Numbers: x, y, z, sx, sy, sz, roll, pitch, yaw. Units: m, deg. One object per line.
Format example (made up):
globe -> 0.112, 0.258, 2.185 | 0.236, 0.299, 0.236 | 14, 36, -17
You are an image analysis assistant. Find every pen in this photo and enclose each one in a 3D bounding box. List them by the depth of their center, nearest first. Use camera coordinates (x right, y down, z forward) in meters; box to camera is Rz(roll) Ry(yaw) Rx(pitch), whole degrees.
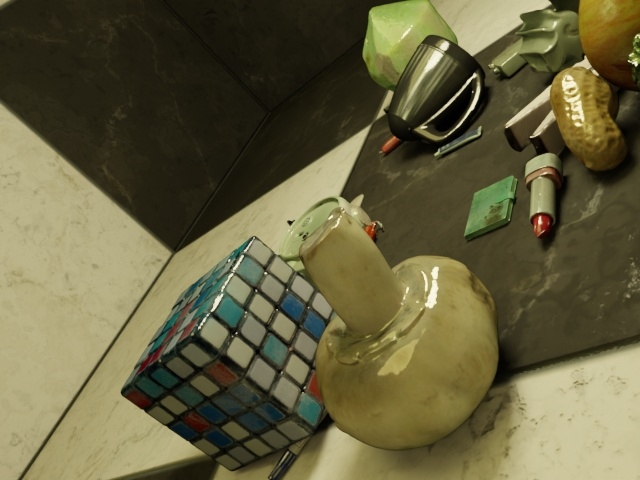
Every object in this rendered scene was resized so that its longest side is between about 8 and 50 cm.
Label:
pen -> -0.027, 0.350, 1.155 | 0.204, 0.025, 0.025 | -52, 21, -16

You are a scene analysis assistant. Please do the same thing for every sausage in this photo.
sausage -> 0.274, -0.339, 1.892 | 0.253, 0.034, 0.034 | -39, 21, 19

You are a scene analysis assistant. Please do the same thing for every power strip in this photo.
power strip -> 0.570, -0.531, 1.655 | 0.286, 0.048, 0.080 | -40, 23, 13

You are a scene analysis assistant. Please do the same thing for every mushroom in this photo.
mushroom -> 0.088, 0.118, 0.932 | 0.314, 0.336, 0.314 | -37, 13, 10

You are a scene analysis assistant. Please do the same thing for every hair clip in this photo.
hair clip -> 0.513, -0.291, 1.248 | 0.331, 0.085, 0.101 | -42, 22, -6

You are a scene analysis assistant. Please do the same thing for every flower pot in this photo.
flower pot -> 0.497, -0.558, 1.381 | 0.254, 0.367, 0.164 | -43, 16, 3

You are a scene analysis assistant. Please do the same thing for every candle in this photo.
candle -> 0.110, 0.003, 1.528 | 0.048, 0.053, 0.162 | -19, 30, 41

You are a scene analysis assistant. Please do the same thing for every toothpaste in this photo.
toothpaste -> 0.342, -0.243, 1.586 | 0.140, 0.021, 0.037 | -27, 34, 38

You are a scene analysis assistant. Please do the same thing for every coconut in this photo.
coconut -> 0.269, -0.607, 1.995 | 0.281, 0.328, 0.328 | -43, 20, 16

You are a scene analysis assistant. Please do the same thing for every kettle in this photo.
kettle -> 0.305, -0.378, 1.733 | 0.271, 0.250, 0.207 | -52, -10, 1

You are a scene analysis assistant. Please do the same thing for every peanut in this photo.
peanut -> 0.468, -0.215, 1.105 | 0.108, 0.095, 0.226 | -16, 54, 20

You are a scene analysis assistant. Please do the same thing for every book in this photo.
book -> 0.338, -0.068, 1.255 | 0.103, 0.017, 0.135 | -28, 27, 42

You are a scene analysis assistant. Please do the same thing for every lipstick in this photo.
lipstick -> 0.389, -0.069, 1.110 | 0.063, 0.057, 0.186 | -27, 32, 41

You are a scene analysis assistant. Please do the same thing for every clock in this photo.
clock -> 0.000, 0.000, 1.649 | 0.265, 0.108, 0.324 | -21, 33, 47

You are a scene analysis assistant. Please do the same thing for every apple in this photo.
apple -> 0.579, -0.387, 1.062 | 0.264, 0.264, 0.264 | -39, 21, 18

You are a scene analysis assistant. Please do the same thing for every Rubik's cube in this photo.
Rubik's cube -> -0.152, 0.222, 1.231 | 0.287, 0.293, 0.292 | -36, 21, 39

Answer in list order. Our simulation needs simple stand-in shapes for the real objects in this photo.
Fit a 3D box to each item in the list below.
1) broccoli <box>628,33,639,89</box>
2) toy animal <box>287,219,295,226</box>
broccoli -> 0.552, -0.244, 0.830 | 0.288, 0.235, 0.260 | -12, 43, -20
toy animal -> -0.020, -0.074, 1.913 | 0.202, 0.070, 0.105 | -32, 4, 42
